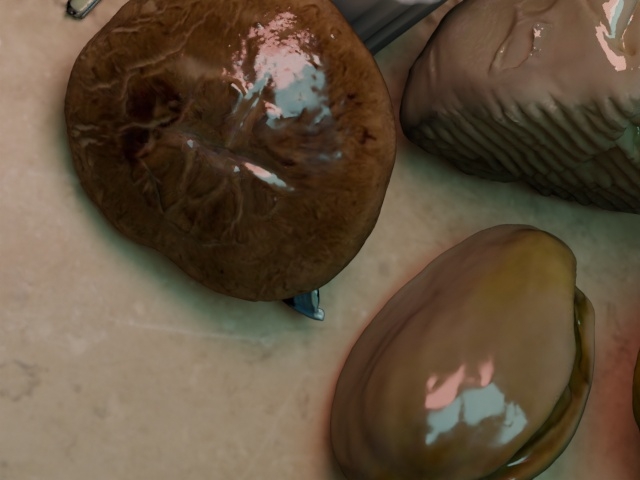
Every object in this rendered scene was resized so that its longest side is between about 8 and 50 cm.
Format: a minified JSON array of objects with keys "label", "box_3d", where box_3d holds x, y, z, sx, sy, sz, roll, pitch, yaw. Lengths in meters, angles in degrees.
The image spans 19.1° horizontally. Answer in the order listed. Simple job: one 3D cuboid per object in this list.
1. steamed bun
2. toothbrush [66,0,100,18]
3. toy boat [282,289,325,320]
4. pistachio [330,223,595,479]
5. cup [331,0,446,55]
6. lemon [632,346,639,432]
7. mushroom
[{"label":"steamed bun","box_3d":[0.248,-0.158,1.600,0.309,0.324,0.219,17,74,-28]},{"label":"toothbrush","box_3d":[-0.118,-0.292,1.633,0.026,0.028,0.294,37,67,11]},{"label":"toy boat","box_3d":[0.000,0.000,1.609,0.060,0.060,0.137,11,72,2]},{"label":"pistachio","box_3d":[0.122,0.117,1.594,0.288,0.197,0.166,-53,145,-32]},{"label":"cup","box_3d":[0.035,-0.266,1.596,0.167,0.202,0.221,17,73,-21]},{"label":"lemon","box_3d":[0.436,0.134,1.618,0.348,0.348,0.348,4,79,-21]},{"label":"mushroom","box_3d":[-0.073,-0.085,1.528,0.278,0.146,0.278,1,101,6]}]
